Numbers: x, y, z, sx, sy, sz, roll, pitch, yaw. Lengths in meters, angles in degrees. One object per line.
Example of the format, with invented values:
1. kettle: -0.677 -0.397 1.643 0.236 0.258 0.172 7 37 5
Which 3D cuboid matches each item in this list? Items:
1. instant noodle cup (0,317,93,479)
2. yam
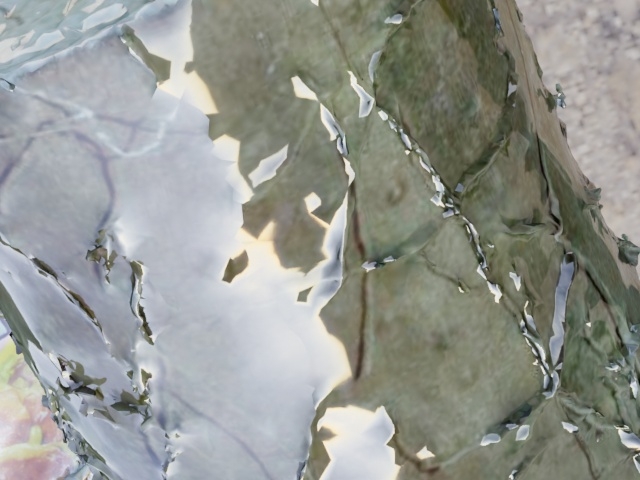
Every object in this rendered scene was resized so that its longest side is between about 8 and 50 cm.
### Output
1. instant noodle cup: -0.268 0.007 0.920 0.266 0.340 0.339 -89 -8 -68
2. yam: 0.000 0.000 0.574 0.241 0.241 0.348 24 149 52
